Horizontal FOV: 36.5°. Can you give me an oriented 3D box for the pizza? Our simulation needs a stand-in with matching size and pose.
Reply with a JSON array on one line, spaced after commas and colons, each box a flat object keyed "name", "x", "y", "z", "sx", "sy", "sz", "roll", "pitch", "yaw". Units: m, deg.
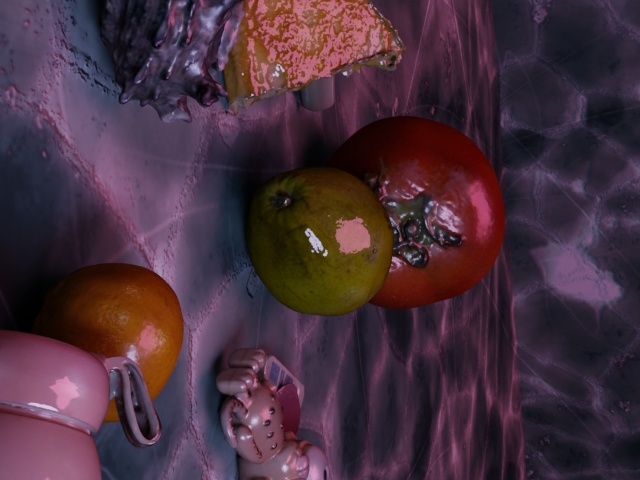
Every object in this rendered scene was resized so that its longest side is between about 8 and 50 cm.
[{"name": "pizza", "x": -0.009, "y": -0.284, "z": 1.346, "sx": 0.287, "sy": 0.075, "sz": 0.280, "roll": 15, "pitch": 86, "yaw": -29}]

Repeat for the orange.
[{"name": "orange", "x": -0.207, "y": 0.094, "z": 0.934, "sx": 0.136, "sy": 0.159, "sz": 0.159, "roll": 28, "pitch": 56, "yaw": -21}]

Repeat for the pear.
[{"name": "pear", "x": 0.000, "y": 0.000, "z": 1.366, "sx": 0.269, "sy": 0.212, "sz": 0.212, "roll": 55, "pitch": 41, "yaw": -55}]

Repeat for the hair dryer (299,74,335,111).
[{"name": "hair dryer", "x": -0.004, "y": -0.357, "z": 1.521, "sx": 0.298, "sy": 0.119, "sz": 0.296, "roll": -70, "pitch": 161, "yaw": -68}]

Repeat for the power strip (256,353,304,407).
[{"name": "power strip", "x": -0.062, "y": 0.216, "z": 1.456, "sx": 0.191, "sy": 0.030, "sz": 0.048, "roll": 54, "pitch": 43, "yaw": -56}]

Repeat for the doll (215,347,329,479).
[{"name": "doll", "x": -0.074, "y": 0.282, "z": 1.316, "sx": 0.154, "sy": 0.119, "sz": 0.278, "roll": -68, "pitch": 146, "yaw": -49}]

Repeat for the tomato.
[{"name": "tomato", "x": 0.143, "y": -0.047, "z": 1.603, "sx": 0.321, "sy": 0.321, "sz": 0.322, "roll": 1, "pitch": 90, "yaw": -69}]

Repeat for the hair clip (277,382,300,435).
[{"name": "hair clip", "x": -0.054, "y": 0.274, "z": 1.445, "sx": 0.054, "sy": 0.022, "sz": 0.137, "roll": -32, "pitch": 136, "yaw": -44}]

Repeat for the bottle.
[{"name": "bottle", "x": -0.245, "y": 0.223, "z": 0.764, "sx": 0.173, "sy": 0.206, "sz": 0.297, "roll": 142, "pitch": -40, "yaw": -59}]

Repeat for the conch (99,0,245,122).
[{"name": "conch", "x": -0.150, "y": -0.267, "z": 1.033, "sx": 0.241, "sy": 0.186, "sz": 0.313, "roll": 113, "pitch": -34, "yaw": -74}]
